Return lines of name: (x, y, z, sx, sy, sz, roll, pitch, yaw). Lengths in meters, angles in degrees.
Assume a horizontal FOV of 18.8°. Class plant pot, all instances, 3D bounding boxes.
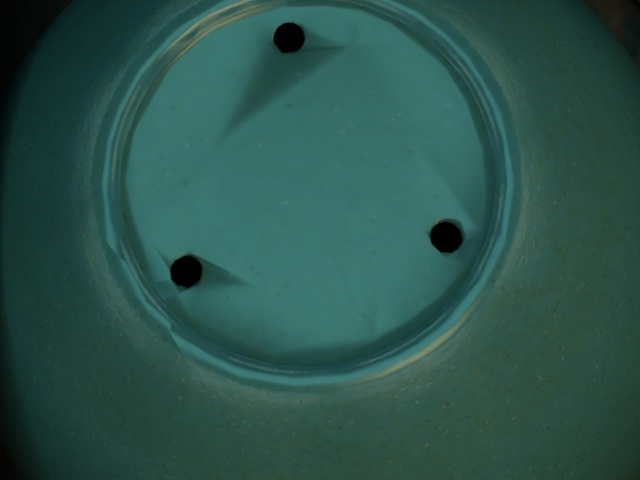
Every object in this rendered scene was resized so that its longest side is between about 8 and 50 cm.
plant pot: (0.000, 0.000, 0.682, 0.290, 0.195, 0.290, 0, 80, 3)

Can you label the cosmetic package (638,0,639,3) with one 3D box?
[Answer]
cosmetic package: (0.218, -0.225, 0.737, 0.296, 0.153, 0.129, -41, 81, -6)
